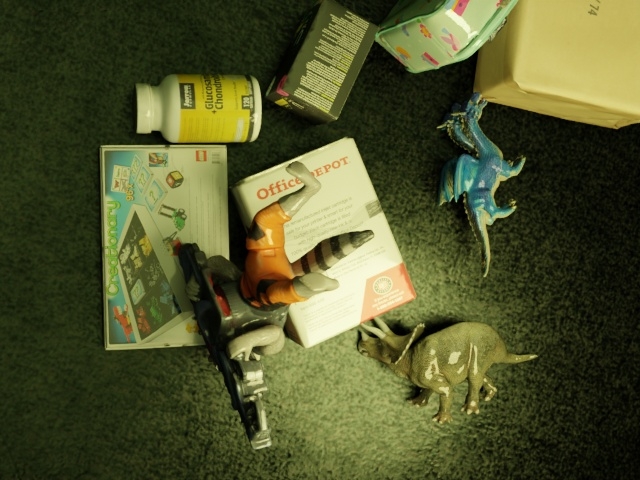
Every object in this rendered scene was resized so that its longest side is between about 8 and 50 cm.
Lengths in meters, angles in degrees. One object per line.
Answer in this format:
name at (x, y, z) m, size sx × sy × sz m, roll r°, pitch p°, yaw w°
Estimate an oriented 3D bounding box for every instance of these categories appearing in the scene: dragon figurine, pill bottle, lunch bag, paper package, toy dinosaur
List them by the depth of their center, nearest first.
pill bottle at (-0.187, -0.199, 1.536) m, size 0.184 × 0.103 × 0.103 m, roll -2°, pitch 91°, yaw -15°
lunch bag at (0.214, -0.372, 1.550) m, size 0.108 × 0.279 × 0.224 m, roll 43°, pitch 78°, yaw -16°
toy dinosaur at (0.222, 0.195, 1.644) m, size 0.313 × 0.121 × 0.160 m, roll -5°, pitch 105°, yaw -11°
dragon figurine at (0.243, -0.091, 1.660) m, size 0.144 × 0.085 × 0.289 m, roll 17°, pitch 82°, yaw -13°
paper package at (0.433, -0.371, 1.667) m, size 0.309 × 0.168 × 0.325 m, roll 9°, pitch 88°, yaw -15°

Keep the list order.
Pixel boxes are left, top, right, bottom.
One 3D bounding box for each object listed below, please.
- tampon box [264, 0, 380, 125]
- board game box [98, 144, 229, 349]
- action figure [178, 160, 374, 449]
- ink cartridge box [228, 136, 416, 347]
tampon box at (0.000, -0.274, 1.575) m, size 0.101 × 0.120 × 0.161 m, roll 27°, pitch 84°, yaw -14°
board game box at (-0.237, 0.008, 1.551) m, size 0.192 × 0.053 × 0.306 m, roll -1°, pitch 91°, yaw -16°
action figure at (-0.063, 0.107, 1.423) m, size 0.178 × 0.330 × 0.341 m, roll -2°, pitch 58°, yaw -34°
ink cartridge box at (0.000, 0.000, 1.583) m, size 0.197 × 0.114 × 0.273 m, roll -23°, pitch 97°, yaw -13°
